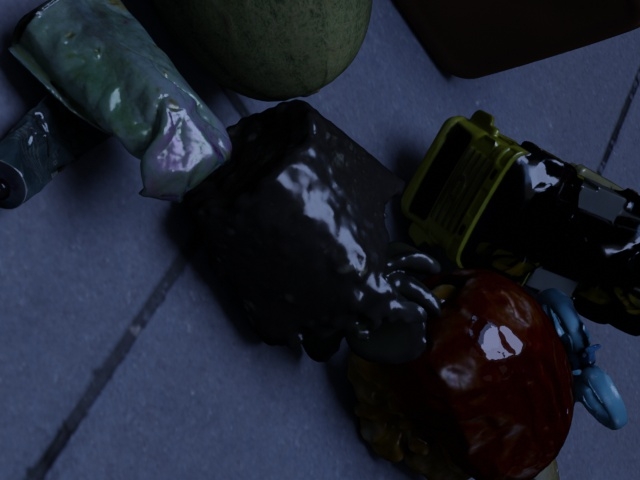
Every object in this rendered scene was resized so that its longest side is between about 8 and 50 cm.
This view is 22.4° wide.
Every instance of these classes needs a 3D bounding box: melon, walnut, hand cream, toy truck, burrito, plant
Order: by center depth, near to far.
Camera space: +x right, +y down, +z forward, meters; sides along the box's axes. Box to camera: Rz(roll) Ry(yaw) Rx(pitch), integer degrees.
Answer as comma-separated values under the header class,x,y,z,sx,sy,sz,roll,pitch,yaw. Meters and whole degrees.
class,x,y,z,sx,sy,sz,roll,pitch,yaw
hand cream,-0.241,-0.102,1.524,0.075,0.052,0.248,62,38,-17
burrito,-0.178,-0.144,1.526,0.229,0.089,0.144,44,38,8
melon,-0.072,-0.302,1.656,0.248,0.248,0.329,-27,98,-53
plant,0.000,0.000,1.679,0.276,0.199,0.188,52,39,-24
walnut,0.164,0.170,1.813,0.244,0.222,0.269,-40,116,-6
toy truck,0.285,-0.025,2.026,0.405,0.254,0.180,19,102,-42

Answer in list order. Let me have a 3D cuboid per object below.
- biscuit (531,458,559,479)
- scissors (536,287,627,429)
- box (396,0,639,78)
class,x,y,z,sx,sy,sz,roll,pitch,yaw
biscuit,0.227,0.222,2.019,0.290,0.038,0.141,41,47,-35
scissors,0.302,0.162,1.971,0.180,0.032,0.393,63,-4,12
box,0.275,-0.382,2.067,0.239,0.339,0.229,52,45,-27
